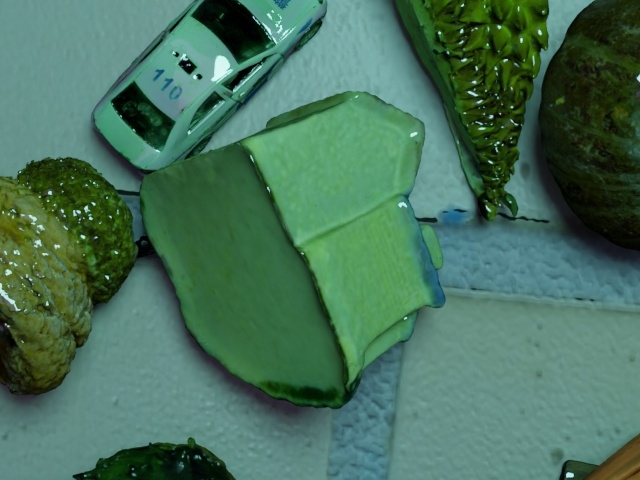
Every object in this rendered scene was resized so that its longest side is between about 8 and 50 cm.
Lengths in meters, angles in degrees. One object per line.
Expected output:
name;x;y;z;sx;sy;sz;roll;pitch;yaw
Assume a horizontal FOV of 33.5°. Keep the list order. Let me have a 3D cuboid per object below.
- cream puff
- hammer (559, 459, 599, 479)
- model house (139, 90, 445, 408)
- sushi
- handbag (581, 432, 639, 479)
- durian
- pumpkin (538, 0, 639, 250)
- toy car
cream puff;-0.221;0.013;0.867;0.169;0.183;0.183;-36;89;-26
hammer;0.383;0.244;0.897;0.365;0.043;0.111;12;92;4
model house;0.000;0.000;0.852;0.189;0.195;0.214;-30;99;-34
sushi;-0.137;0.231;0.860;0.287;0.140;0.149;14;97;1
handbag;0.305;0.368;0.810;0.303;0.116;0.410;-40;81;0
durian;0.114;-0.198;0.848;0.106;0.132;0.375;-20;105;-5
pumpkin;0.272;-0.110;0.838;0.219;0.162;0.219;-6;116;-13
toy car;-0.093;-0.153;0.889;0.090;0.076;0.224;45;92;3
